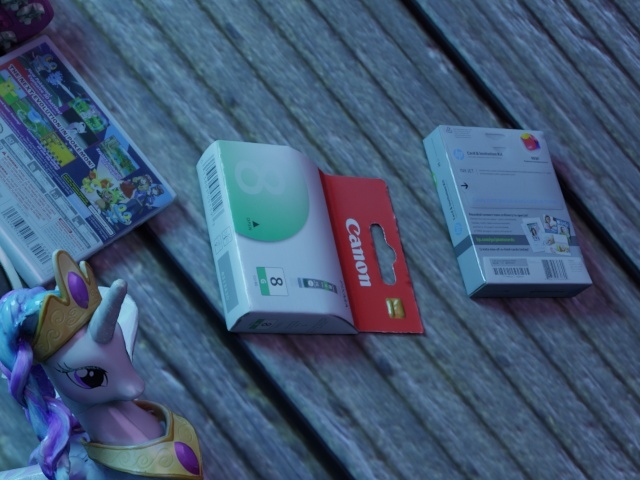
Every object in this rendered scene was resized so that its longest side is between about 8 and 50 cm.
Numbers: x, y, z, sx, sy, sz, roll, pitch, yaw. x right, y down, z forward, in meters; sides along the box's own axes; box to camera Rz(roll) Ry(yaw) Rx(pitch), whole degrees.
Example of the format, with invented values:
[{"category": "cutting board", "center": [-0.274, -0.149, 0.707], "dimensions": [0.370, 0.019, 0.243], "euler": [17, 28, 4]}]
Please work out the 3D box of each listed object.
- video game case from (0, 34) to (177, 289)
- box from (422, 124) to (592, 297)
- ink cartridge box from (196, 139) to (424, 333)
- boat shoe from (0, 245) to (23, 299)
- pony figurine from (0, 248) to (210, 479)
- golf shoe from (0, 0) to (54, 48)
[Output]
[{"category": "video game case", "center": [-0.254, -0.074, 1.630], "dimensions": [0.201, 0.023, 0.183], "euler": [50, 49, 4]}, {"category": "box", "center": [0.196, -0.030, 1.889], "dimensions": [0.145, 0.038, 0.186], "euler": [0, 64, -33]}, {"category": "ink cartridge box", "center": [0.000, 0.000, 1.734], "dimensions": [0.224, 0.056, 0.181], "euler": [2, 63, -31]}, {"category": "boat shoe", "center": [-0.345, -0.012, 1.499], "dimensions": [0.228, 0.081, 0.068], "euler": [44, 51, 7]}, {"category": "pony figurine", "center": [-0.174, 0.174, 1.362], "dimensions": [0.303, 0.351, 0.363], "euler": [-48, 112, -38]}, {"category": "golf shoe", "center": [-0.358, -0.265, 1.580], "dimensions": [0.306, 0.115, 0.140], "euler": [22, 42, -51]}]
